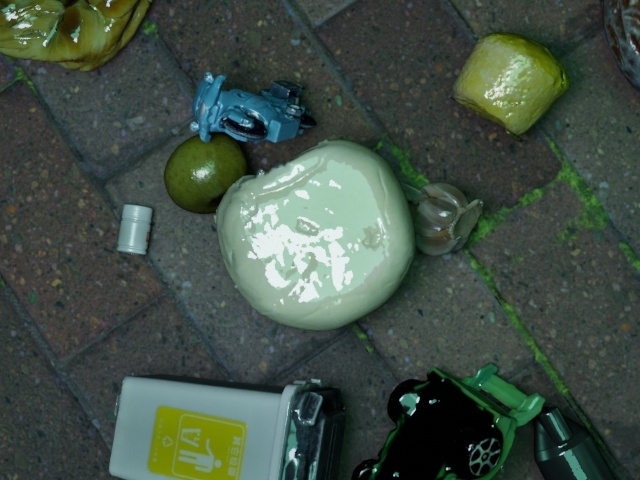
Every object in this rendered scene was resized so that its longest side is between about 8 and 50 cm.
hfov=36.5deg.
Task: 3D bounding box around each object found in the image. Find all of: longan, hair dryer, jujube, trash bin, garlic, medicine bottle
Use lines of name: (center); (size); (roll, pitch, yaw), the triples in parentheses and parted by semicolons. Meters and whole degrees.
longan: (-0.212, -0.129, 1.782); (0.154, 0.176, 0.145); (-14, 129, -17)
hair dryer: (0.370, 0.452, 1.740); (0.302, 0.116, 0.244); (-30, 83, 6)
jujube: (0.626, -0.402, 1.737); (0.246, 0.215, 0.308); (6, 82, -21)
trash bin: (-0.151, 0.348, 1.698); (0.367, 0.296, 0.256); (7, 87, 16)
garlic: (0.198, -0.049, 1.780); (0.194, 0.127, 0.131); (24, 66, 29)
medicine bottle: (-0.346, -0.019, 1.809); (0.057, 0.057, 0.089); (7, 86, 2)

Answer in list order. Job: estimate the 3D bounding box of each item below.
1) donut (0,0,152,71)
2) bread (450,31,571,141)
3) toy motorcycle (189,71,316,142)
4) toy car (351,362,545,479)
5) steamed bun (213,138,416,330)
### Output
donut: (-0.491, -0.482, 1.795); (0.360, 0.170, 0.360); (0, 84, 2)
bread: (0.347, -0.288, 1.758); (0.197, 0.197, 0.170); (34, 99, 4)
toy motorcycle: (-0.124, -0.228, 1.728); (0.182, 0.272, 0.124); (28, 113, 20)
toy car: (0.217, 0.380, 1.700); (0.176, 0.213, 0.359); (26, 92, -40)
steamed bun: (0.000, 0.000, 1.713); (0.333, 0.233, 0.312); (-17, 87, 4)
